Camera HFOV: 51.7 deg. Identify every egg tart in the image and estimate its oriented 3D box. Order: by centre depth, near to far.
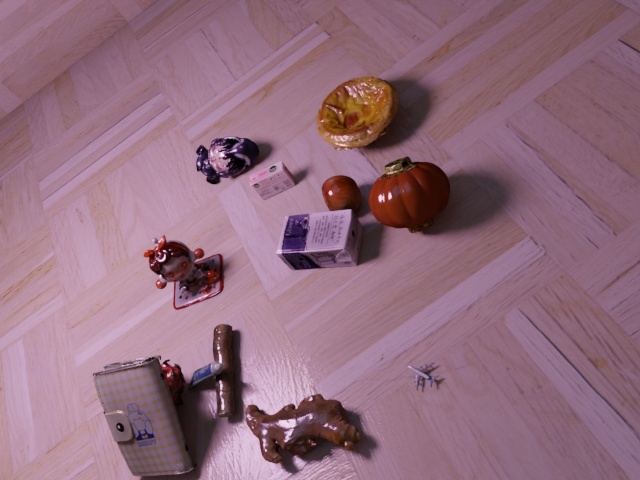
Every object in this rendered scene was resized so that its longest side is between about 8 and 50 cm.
[{"bbox_3d":[0.124,-0.389,2.082,0.294,0.116,0.295,-14,53,19],"label":"egg tart"}]

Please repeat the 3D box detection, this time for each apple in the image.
[{"bbox_3d":[0.062,-0.135,1.932,0.102,0.126,0.126,-22,48,-5],"label":"apple"}]

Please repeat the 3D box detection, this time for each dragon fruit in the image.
[{"bbox_3d":[-0.466,0.435,1.839,0.236,0.135,0.137,-53,35,18],"label":"dragon fruit"}]

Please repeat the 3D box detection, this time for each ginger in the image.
[{"bbox_3d":[-0.055,0.457,1.608,0.333,0.080,0.166,-10,42,21],"label":"ginger"}]

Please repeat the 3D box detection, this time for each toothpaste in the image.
[{"bbox_3d":[-0.316,0.365,1.809,0.197,0.035,0.057,-33,38,48],"label":"toothpaste"}]

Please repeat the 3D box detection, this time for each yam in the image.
[{"bbox_3d":[-0.263,0.356,1.818,0.061,0.061,0.274,-22,51,15],"label":"yam"}]

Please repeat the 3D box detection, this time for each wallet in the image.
[{"bbox_3d":[-0.466,0.466,1.734,0.223,0.077,0.310,-15,94,22],"label":"wallet"}]

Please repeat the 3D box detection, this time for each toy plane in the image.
[{"bbox_3d":[0.241,0.318,1.571,0.084,0.024,0.078,22,71,46],"label":"toy plane"}]

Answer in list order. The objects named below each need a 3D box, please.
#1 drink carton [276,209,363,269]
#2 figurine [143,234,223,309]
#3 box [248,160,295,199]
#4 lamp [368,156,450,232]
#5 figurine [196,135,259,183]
[{"bbox_3d":[0.001,-0.001,1.888,0.222,0.102,0.134,-5,54,28],"label":"drink carton"},{"bbox_3d":[-0.434,0.070,2.006,0.183,0.226,0.160,-22,49,16],"label":"figurine"},{"bbox_3d":[-0.156,-0.192,2.122,0.125,0.089,0.043,-23,49,13],"label":"box"},{"bbox_3d":[0.238,-0.121,1.770,0.223,0.196,0.223,-21,12,5],"label":"lamp"},{"bbox_3d":[-0.313,-0.282,2.266,0.222,0.145,0.145,-13,52,36],"label":"figurine"}]
